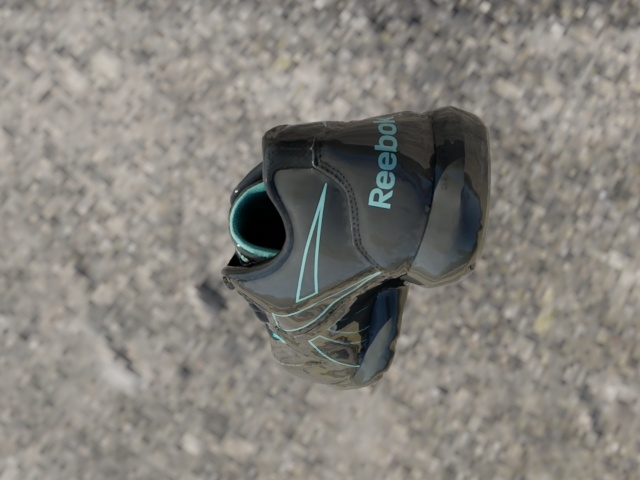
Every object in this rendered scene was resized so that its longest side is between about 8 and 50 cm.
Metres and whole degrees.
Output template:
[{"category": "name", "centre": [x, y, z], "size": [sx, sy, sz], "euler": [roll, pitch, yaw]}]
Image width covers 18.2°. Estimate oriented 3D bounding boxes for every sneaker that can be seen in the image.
[{"category": "sneaker", "centre": [0.000, 0.000, 0.975], "size": [0.106, 0.101, 0.267], "euler": [4, 157, -12]}]
